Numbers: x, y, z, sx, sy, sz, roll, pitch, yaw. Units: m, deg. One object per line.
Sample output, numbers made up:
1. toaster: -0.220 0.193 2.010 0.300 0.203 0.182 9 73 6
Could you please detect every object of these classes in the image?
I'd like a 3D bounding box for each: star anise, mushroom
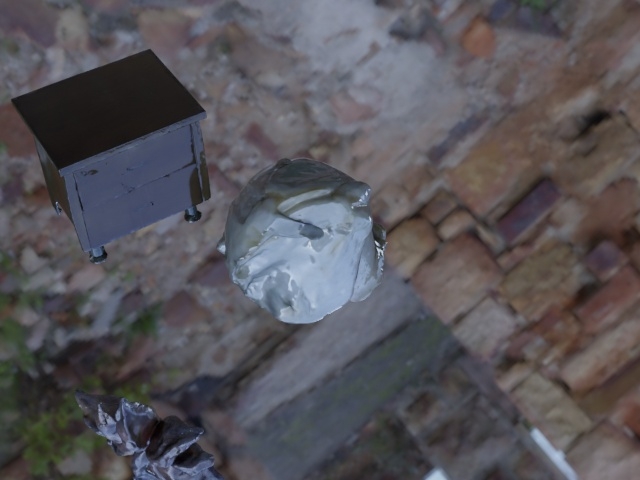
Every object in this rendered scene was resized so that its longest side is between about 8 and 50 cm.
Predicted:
1. star anise: -0.191 0.217 1.320 0.065 0.195 0.182 -54 167 -24
2. mushroom: -0.002 -0.002 0.797 0.099 0.096 0.278 -41 174 5

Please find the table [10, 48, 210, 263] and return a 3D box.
1. table: -0.111 -0.043 0.670 0.083 0.070 0.082 -25 139 -20
